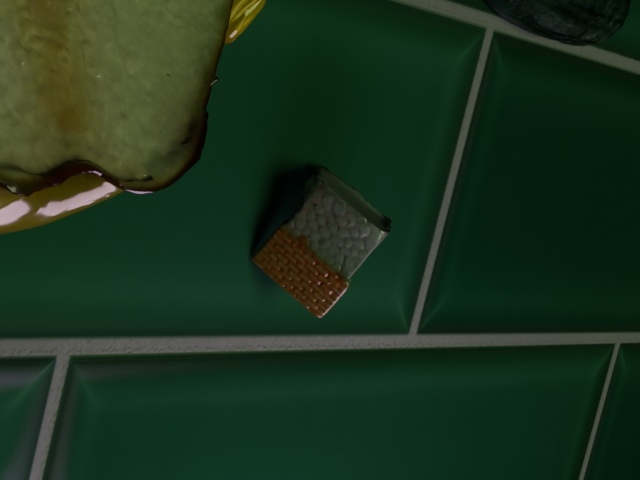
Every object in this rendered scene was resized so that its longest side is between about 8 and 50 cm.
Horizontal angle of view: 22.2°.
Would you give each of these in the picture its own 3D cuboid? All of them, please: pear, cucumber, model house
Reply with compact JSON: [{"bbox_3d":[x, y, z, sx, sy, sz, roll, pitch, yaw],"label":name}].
[{"bbox_3d":[-0.220,-0.187,0.901,0.340,0.191,0.386,2,77,-51],"label":"pear"},{"bbox_3d":[0.237,-0.259,1.647,0.244,0.063,0.115,0,105,-53],"label":"cucumber"},{"bbox_3d":[0.000,0.000,1.430,0.100,0.088,0.100,-51,-179,11],"label":"model house"}]

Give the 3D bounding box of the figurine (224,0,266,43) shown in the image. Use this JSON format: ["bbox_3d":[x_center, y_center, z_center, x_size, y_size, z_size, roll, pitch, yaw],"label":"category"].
[{"bbox_3d":[-0.076,-0.215,1.228,0.156,0.115,0.095,-46,176,-4],"label":"figurine"}]
